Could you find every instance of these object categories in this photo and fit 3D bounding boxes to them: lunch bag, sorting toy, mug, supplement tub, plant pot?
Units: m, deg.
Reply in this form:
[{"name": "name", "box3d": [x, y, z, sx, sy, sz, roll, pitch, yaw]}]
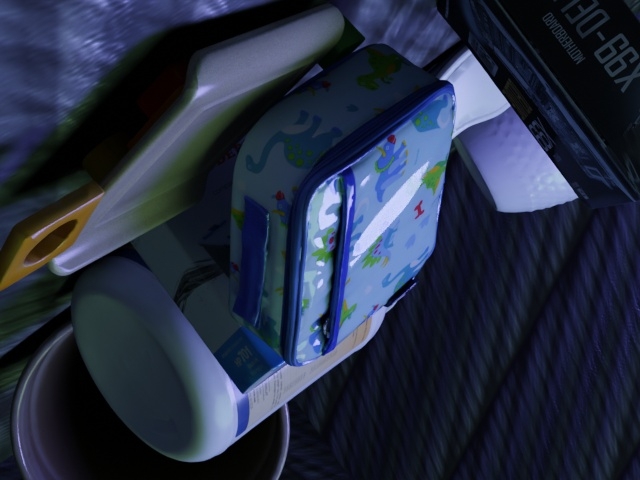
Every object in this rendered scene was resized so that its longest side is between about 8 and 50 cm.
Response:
[{"name": "lunch bag", "box3d": [0.012, -0.019, 0.867, 0.176, 0.090, 0.219, -35, 149, -33]}, {"name": "sorting toy", "box3d": [-0.089, -0.075, 0.769, 0.196, 0.047, 0.348, -46, 174, 35]}, {"name": "mug", "box3d": [0.386, -0.221, 2.018, 0.328, 0.276, 0.374, -30, -152, 2]}, {"name": "supplement tub", "box3d": [-0.073, 0.058, 1.236, 0.316, 0.228, 0.228, -33, 176, -35]}, {"name": "plant pot", "box3d": [-0.201, 0.187, 1.501, 0.323, 0.323, 0.280, -36, -167, 7]}]

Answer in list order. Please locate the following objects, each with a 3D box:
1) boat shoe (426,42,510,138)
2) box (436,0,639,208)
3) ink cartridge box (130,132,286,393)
[{"name": "boat shoe", "box3d": [0.150, -0.186, 1.499, 0.319, 0.116, 0.099, -42, -140, -2]}, {"name": "box", "box3d": [0.195, -0.144, 0.961, 0.076, 0.242, 0.307, -36, 178, 5]}, {"name": "ink cartridge box", "box3d": [-0.059, 0.009, 1.000, 0.140, 0.190, 0.082, -34, 175, -30]}]
